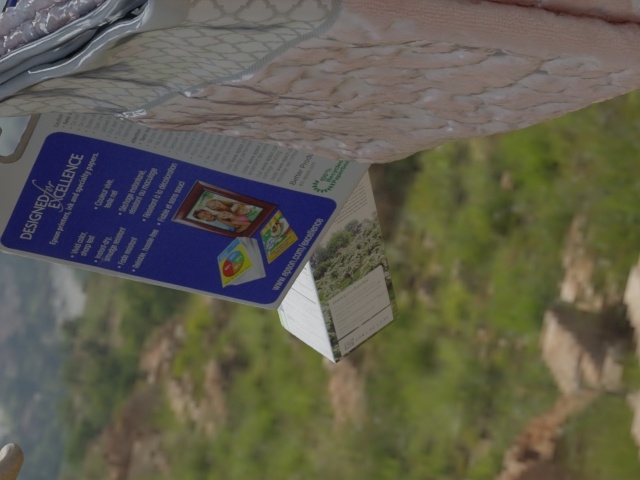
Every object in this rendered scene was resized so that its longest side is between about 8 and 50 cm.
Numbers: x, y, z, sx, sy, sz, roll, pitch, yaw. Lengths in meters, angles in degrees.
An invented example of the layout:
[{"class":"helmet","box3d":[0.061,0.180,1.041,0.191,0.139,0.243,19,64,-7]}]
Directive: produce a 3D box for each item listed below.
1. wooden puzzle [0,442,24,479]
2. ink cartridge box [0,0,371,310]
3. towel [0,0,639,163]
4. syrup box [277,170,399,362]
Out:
[{"class":"wooden puzzle","box3d":[-0.390,0.323,1.388,0.080,0.348,0.322,49,136,22]},{"class":"ink cartridge box","box3d":[-0.116,-0.083,1.364,0.303,0.307,0.072,124,153,-45]},{"class":"towel","box3d":[-0.009,-0.096,0.995,0.332,0.317,0.053,-11,77,62]},{"class":"syrup box","box3d":[0.000,0.000,1.854,0.096,0.093,0.237,33,148,43]}]
